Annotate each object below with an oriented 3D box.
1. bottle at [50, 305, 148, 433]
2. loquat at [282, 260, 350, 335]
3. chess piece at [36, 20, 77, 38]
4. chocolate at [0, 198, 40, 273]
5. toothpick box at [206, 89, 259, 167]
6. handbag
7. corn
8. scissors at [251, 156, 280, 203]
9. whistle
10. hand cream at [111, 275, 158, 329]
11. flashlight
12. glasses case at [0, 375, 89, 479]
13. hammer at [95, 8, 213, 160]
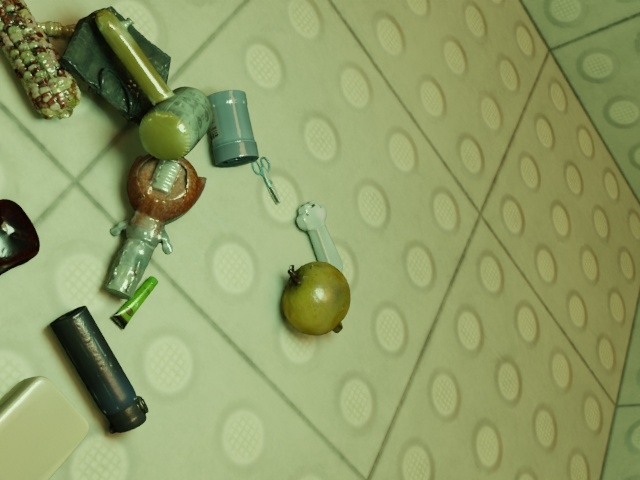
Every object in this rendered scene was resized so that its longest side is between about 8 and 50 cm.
[{"bbox_3d":[-0.398,0.237,1.421,0.082,0.072,0.244,-26,101,-5],"label":"bottle"},{"bbox_3d":[-0.005,0.141,1.803,0.204,0.150,0.172,57,40,-33],"label":"loquat"},{"bbox_3d":[-0.516,-0.413,1.524,0.092,0.035,0.035,-2,80,-42],"label":"chess piece"},{"bbox_3d":[-0.540,0.004,1.331,0.125,0.080,0.148,38,45,-36],"label":"chocolate"},{"bbox_3d":[-0.201,-0.249,1.749,0.101,0.101,0.153,-6,81,-46],"label":"toothpick box"},{"bbox_3d":[-0.398,-0.337,1.546,0.270,0.089,0.175,39,49,-49],"label":"handbag"},{"bbox_3d":[-0.544,-0.353,1.443,0.092,0.092,0.280,-39,101,-45],"label":"corn"},{"bbox_3d":[-0.123,-0.142,1.860,0.058,0.014,0.119,-30,97,-45],"label":"scissors"},{"bbox_3d":[-0.335,-0.051,1.541,0.142,0.134,0.346,28,67,-21],"label":"whistle"},{"bbox_3d":[-0.363,0.119,1.532,0.036,0.023,0.122,54,50,-25],"label":"hand cream"},{"bbox_3d":[0.000,0.000,1.924,0.093,0.048,0.200,-33,105,-45],"label":"flashlight"},{"bbox_3d":[-0.530,0.378,1.243,0.144,0.076,0.336,56,46,-19],"label":"glasses case"},{"bbox_3d":[-0.329,-0.309,1.497,0.305,0.113,0.202,58,19,-19],"label":"hammer"}]
